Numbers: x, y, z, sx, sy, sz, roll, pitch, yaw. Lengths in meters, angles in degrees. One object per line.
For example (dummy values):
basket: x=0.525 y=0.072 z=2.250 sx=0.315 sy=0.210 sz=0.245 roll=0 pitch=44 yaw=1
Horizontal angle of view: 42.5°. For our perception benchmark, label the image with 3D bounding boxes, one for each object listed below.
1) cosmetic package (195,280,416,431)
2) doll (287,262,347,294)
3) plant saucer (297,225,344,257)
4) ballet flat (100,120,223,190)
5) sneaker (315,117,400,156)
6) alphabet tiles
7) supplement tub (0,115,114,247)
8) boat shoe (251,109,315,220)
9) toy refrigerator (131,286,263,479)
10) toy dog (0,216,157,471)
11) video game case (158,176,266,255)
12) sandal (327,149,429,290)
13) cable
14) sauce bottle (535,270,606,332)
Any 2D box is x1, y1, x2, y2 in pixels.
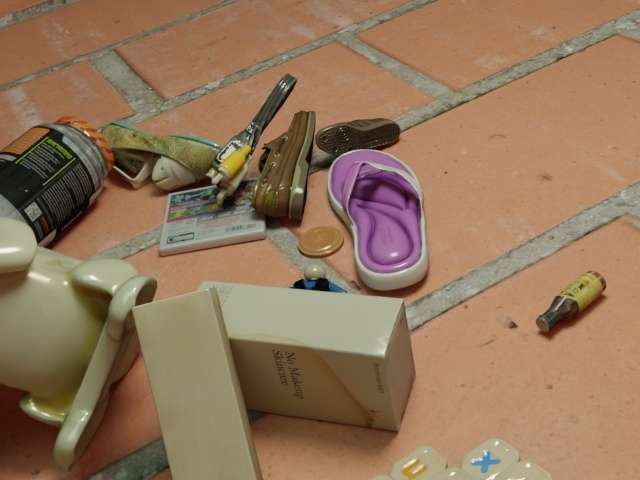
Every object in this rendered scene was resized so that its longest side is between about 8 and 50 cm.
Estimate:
cosmetic package: x=-0.033 y=0.159 z=1.161 sx=0.309 sy=0.160 sz=0.113 roll=4 pitch=41 yaw=22
doll: x=-0.012 y=0.101 z=1.320 sx=0.129 sy=0.046 sz=0.189 roll=-7 pitch=32 yaw=9
plant saucer: x=0.000 y=0.000 z=1.472 sx=0.083 sy=0.013 sz=0.083 roll=-7 pitch=38 yaw=6
ballet flat: x=-0.339 y=-0.163 z=1.712 sx=0.348 sy=0.123 sz=0.123 roll=15 pitch=45 yaw=31
sneaker: x=0.068 y=-0.213 z=1.678 sx=0.188 sy=0.066 sz=0.071 roll=-8 pitch=20 yaw=-23
alphabet tiles: x=0.154 y=0.341 z=0.945 sx=0.278 sy=0.021 sz=0.284 roll=-28 pitch=29 yaw=-21
supplement tub: x=-0.561 y=-0.100 z=1.612 sx=0.193 sy=0.194 sz=0.316 roll=11 pitch=43 yaw=28
boat shoe: x=-0.070 y=-0.164 z=1.606 sx=0.104 sy=0.111 sz=0.307 roll=6 pitch=39 yaw=1
toy refrigerator: x=-0.155 y=0.202 z=1.058 sx=0.102 sy=0.270 sz=0.094 roll=-15 pitch=-2 yaw=-2
toy dog: x=-0.459 y=0.073 z=1.188 sx=0.407 sy=0.285 sz=0.395 roll=23 pitch=15 yaw=-4
video game case: x=-0.204 y=-0.049 z=1.586 sx=0.201 sy=0.023 sz=0.183 roll=-10 pitch=38 yaw=5
sandal: x=0.109 y=-0.075 z=1.463 sx=0.169 sy=0.102 sz=0.416 roll=-14 pitch=37 yaw=-2
cable: x=-0.125 y=-0.189 z=1.597 sx=0.072 sy=0.139 sz=0.287 roll=37 pitch=73 yaw=8
sauce bottle: x=0.372 y=0.092 z=1.226 sx=0.128 sy=0.042 sz=0.042 roll=-33 pitch=42 yaw=-27
